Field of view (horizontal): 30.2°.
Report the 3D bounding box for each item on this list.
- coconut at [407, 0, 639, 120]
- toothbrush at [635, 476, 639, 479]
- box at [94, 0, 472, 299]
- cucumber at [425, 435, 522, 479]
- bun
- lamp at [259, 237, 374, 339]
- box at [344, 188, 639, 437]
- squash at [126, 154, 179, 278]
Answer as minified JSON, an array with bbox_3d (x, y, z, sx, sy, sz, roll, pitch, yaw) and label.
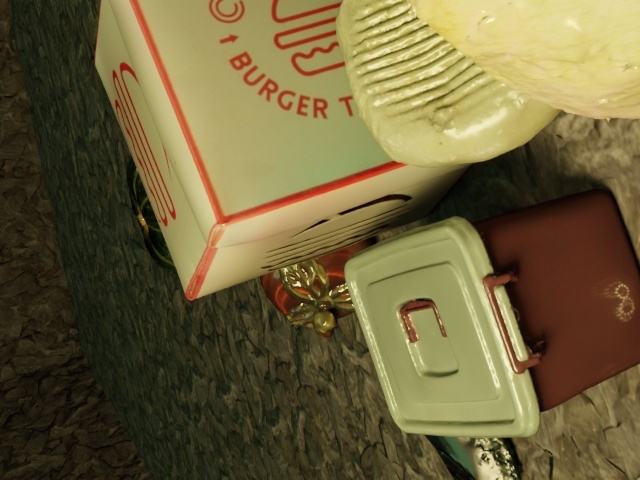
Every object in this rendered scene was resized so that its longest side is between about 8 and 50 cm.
[{"bbox_3d":[0.163,-0.215,0.656,0.254,0.297,0.297,-20,89,49],"label":"coconut"},{"bbox_3d":[0.286,0.241,1.113,0.294,0.026,0.028,114,149,-61],"label":"toothbrush"},{"bbox_3d":[-0.034,-0.152,1.187,0.312,0.314,0.300,67,161,12],"label":"box"},{"bbox_3d":[0.153,0.211,1.356,0.193,0.086,0.115,56,153,19],"label":"cucumber"},{"bbox_3d":[0.126,-0.169,0.979,0.231,0.133,0.231,-2,87,31],"label":"bun"},{"bbox_3d":[-0.010,0.004,1.482,0.223,0.151,0.215,60,152,34],"label":"lamp"},{"bbox_3d":[0.160,0.063,1.082,0.193,0.167,0.294,70,159,1],"label":"box"},{"bbox_3d":[-0.216,-0.060,1.923,0.252,0.165,0.252,56,158,38],"label":"squash"}]
